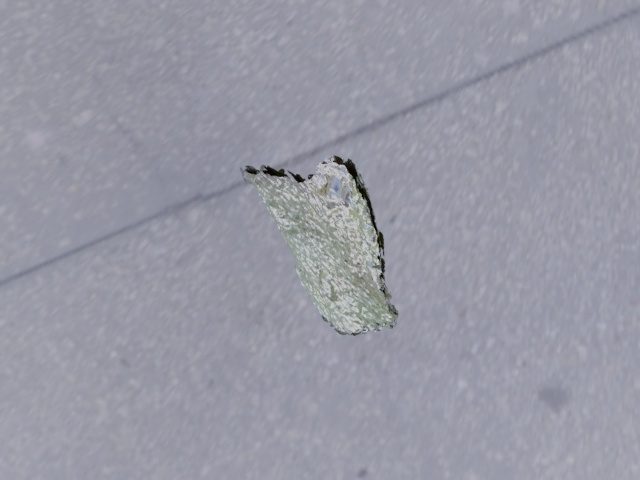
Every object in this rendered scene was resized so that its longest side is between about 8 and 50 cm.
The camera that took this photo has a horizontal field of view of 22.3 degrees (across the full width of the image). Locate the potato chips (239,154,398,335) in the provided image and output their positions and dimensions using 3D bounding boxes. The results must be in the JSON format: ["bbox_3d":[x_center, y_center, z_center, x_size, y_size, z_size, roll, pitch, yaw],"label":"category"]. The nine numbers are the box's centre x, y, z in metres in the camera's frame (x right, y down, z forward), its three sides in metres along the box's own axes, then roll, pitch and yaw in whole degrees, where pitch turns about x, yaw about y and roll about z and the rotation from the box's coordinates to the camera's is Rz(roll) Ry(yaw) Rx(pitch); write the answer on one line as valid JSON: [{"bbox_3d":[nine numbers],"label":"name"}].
[{"bbox_3d":[0.000,0.000,0.950,0.026,0.209,0.142,-37,70,-16],"label":"potato chips"}]
